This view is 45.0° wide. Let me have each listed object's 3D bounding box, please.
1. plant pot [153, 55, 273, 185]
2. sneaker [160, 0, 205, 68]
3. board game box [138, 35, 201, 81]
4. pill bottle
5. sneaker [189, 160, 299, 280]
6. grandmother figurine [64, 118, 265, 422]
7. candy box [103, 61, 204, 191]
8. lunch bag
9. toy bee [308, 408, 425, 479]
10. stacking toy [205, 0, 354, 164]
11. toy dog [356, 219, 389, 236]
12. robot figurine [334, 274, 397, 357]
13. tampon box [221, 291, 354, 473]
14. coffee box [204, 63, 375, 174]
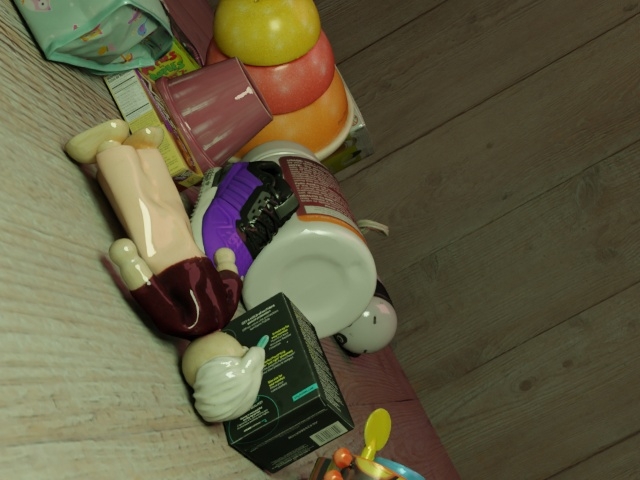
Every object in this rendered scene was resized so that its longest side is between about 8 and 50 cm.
[{"bbox_3d":[-0.192,-0.225,1.366,0.201,0.180,0.201,59,7,-11],"label":"plant pot"},{"bbox_3d":[-0.342,-0.451,1.708,0.234,0.078,0.106,57,8,2],"label":"sneaker"},{"bbox_3d":[-0.289,-0.325,1.444,0.043,0.092,0.181,64,6,20],"label":"board game box"},{"bbox_3d":[-0.050,-0.019,1.390,0.224,0.224,0.392,57,7,-31],"label":"pill bottle"},{"bbox_3d":[-0.104,-0.036,1.151,0.293,0.146,0.102,-92,166,-51],"label":"sneaker"},{"bbox_3d":[-0.157,0.036,0.858,0.208,0.104,0.342,-7,68,-54],"label":"grandmother figurine"},{"bbox_3d":[-0.255,-0.172,1.192,0.187,0.053,0.109,63,5,8],"label":"candy box"},{"bbox_3d":[-0.313,-0.352,1.050,0.223,0.160,0.262,60,11,-1],"label":"lunch bag"},{"bbox_3d":[0.056,0.285,0.913,0.162,0.298,0.195,36,45,-22],"label":"toy bee"},{"bbox_3d":[-0.102,-0.403,1.521,0.480,0.350,0.350,90,-20,-50],"label":"stacking toy"},{"bbox_3d":[0.000,0.000,2.007,0.333,0.161,0.220,20,-10,-37],"label":"toy dog"},{"bbox_3d":[0.096,0.174,2.007,0.209,0.173,0.278,53,9,-30],"label":"robot figurine"},{"bbox_3d":[-0.053,0.170,0.931,0.101,0.120,0.161,53,9,-46],"label":"tampon box"},{"bbox_3d":[-0.086,-0.332,2.043,0.338,0.334,0.337,64,5,10],"label":"coffee box"}]
